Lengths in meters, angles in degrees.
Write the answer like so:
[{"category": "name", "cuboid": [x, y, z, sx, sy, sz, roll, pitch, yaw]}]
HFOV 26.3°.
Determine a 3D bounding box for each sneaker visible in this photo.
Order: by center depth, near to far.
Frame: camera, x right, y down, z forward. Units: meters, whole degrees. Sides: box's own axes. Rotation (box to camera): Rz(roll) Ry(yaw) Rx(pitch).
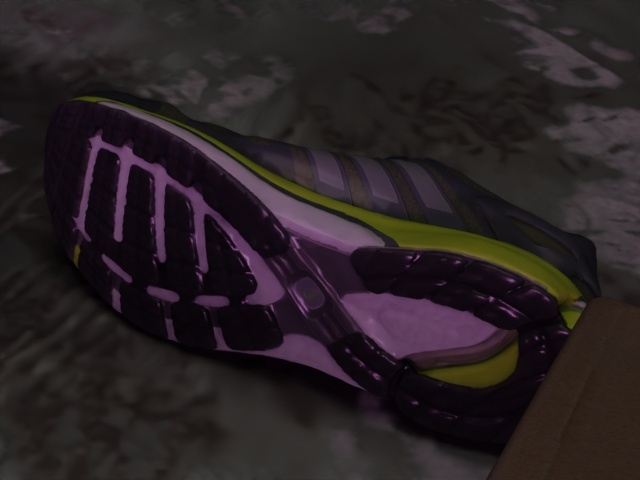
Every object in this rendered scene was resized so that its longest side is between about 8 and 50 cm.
[{"category": "sneaker", "cuboid": [0.000, 0.000, 0.674, 0.300, 0.111, 0.121, 24, 28, 13]}]

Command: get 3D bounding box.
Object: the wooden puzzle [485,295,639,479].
[{"category": "wooden puzzle", "cuboid": [0.202, 0.115, 0.354, 0.322, 0.080, 0.348, 16, 11, 15]}]
